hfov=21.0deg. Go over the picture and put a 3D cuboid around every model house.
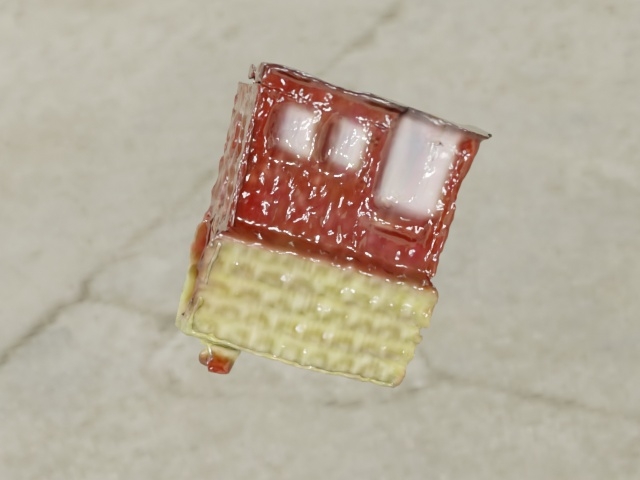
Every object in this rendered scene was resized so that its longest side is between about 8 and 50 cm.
[{"bbox_3d":[0.000,0.000,1.398,0.196,0.254,0.160,17,6,-12],"label":"model house"}]
